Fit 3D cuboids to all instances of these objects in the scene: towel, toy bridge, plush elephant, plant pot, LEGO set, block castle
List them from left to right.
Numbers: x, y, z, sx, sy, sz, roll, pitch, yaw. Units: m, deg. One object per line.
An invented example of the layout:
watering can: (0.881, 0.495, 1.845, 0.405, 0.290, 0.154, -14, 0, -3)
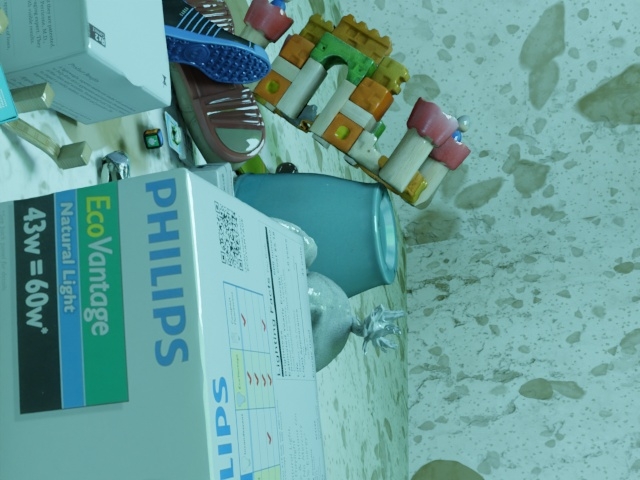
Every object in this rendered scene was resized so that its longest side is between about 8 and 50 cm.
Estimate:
toy bridge: (-0.292, -0.137, 0.818, 0.188, 0.063, 0.026, 69, 17, -46)
LEGO set: (-0.215, -0.081, 1.190, 0.244, 0.060, 0.182, 64, 17, -85)
towel: (-0.131, -0.136, 1.614, 0.237, 0.021, 0.102, 58, 22, -58)
plush elephant: (-0.081, 0.110, 1.164, 0.255, 0.330, 0.272, 25, 61, -52)
plant pot: (0.000, 0.000, 1.501, 0.271, 0.255, 0.272, -5, 90, -75)
block castle: (0.058, -0.273, 1.575, 0.213, 0.453, 0.303, -55, 164, 4)

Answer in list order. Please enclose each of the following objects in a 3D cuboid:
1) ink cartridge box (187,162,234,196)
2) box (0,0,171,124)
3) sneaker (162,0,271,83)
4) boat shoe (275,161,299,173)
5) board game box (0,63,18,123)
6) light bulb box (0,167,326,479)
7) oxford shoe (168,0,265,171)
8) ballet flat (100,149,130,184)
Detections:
ink cartridge box: (-0.157, -0.054, 1.175, 0.135, 0.056, 0.099, -82, 167, -81)
box: (-0.258, -0.242, 0.904, 0.181, 0.119, 0.182, 27, 55, -72)
sneaker: (-0.176, -0.293, 1.189, 0.232, 0.081, 0.090, 9, 56, -36)
boat shoe: (-0.063, -0.067, 1.762, 0.072, 0.068, 0.190, 167, -80, -76)
board game box: (-0.353, -0.164, 0.547, 0.336, 0.079, 0.254, -62, 141, -69)
light bulb box: (-0.151, 0.149, 0.858, 0.361, 0.225, 0.358, 32, 50, -72)
oxford shoe: (-0.196, -0.265, 1.298, 0.130, 0.123, 0.348, -33, -109, 58)
ballet flat: (-0.248, -0.052, 1.026, 0.041, 0.041, 0.114, -29, 109, -76)
